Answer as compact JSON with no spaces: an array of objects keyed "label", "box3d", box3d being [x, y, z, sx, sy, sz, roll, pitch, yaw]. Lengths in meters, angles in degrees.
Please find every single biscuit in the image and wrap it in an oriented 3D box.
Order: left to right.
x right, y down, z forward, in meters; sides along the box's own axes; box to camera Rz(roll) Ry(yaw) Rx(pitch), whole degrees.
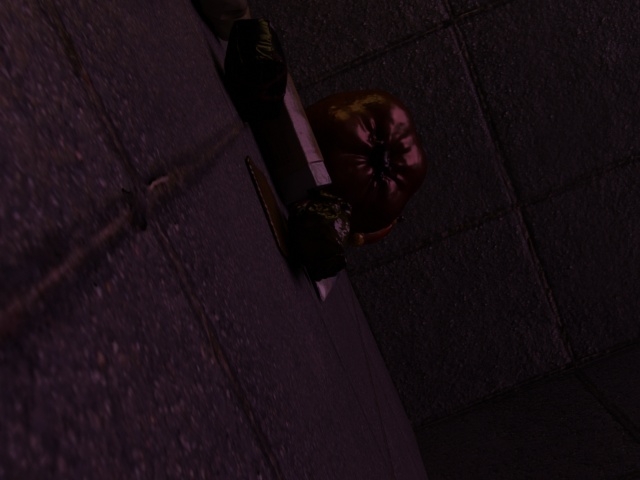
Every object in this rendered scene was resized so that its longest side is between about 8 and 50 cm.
[{"label":"biscuit","box3d":[-0.104,-0.060,1.593,0.232,0.013,0.237,49,20,-77]}]

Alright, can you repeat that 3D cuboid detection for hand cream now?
[{"label":"hand cream","box3d":[0.008,0.087,1.965,0.133,0.083,0.248,67,14,-1]}]

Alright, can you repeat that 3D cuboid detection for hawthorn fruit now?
[{"label":"hawthorn fruit","box3d":[0.083,-0.252,2.163,0.472,0.472,0.471,-22,90,-86]}]

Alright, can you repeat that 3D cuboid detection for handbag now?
[{"label":"handbag","box3d":[-0.160,-0.418,1.767,0.215,0.155,0.169,92,-16,-52]}]

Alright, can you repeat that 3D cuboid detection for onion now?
[{"label":"onion","box3d":[-0.035,-0.048,1.837,0.115,0.104,0.115,-10,90,-74]}]

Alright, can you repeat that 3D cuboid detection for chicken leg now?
[{"label":"chicken leg","box3d":[-0.008,-0.013,1.656,0.361,0.140,0.211,137,-48,-83]}]

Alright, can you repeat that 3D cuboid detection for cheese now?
[{"label":"cheese","box3d":[-0.296,-0.730,1.883,0.351,0.130,0.328,31,39,-87]}]

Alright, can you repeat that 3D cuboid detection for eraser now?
[{"label":"eraser","box3d":[-0.094,-0.283,1.946,0.078,0.144,0.343,-15,82,-48]}]

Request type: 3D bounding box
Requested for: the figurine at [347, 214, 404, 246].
[{"label":"figurine","box3d":[0.117,-0.072,2.424,0.320,0.323,0.196,-107,173,-49]}]
